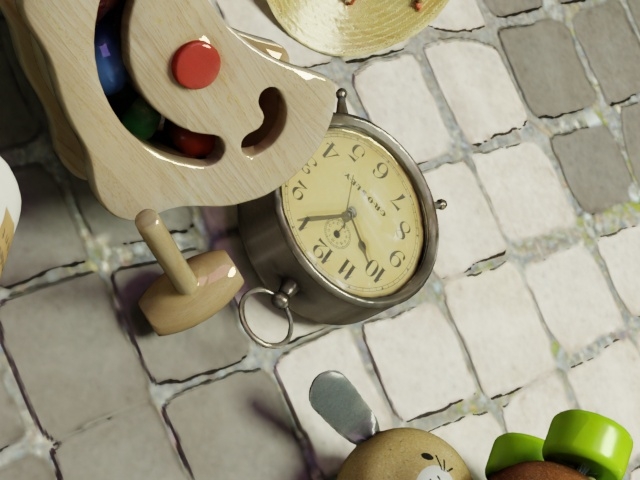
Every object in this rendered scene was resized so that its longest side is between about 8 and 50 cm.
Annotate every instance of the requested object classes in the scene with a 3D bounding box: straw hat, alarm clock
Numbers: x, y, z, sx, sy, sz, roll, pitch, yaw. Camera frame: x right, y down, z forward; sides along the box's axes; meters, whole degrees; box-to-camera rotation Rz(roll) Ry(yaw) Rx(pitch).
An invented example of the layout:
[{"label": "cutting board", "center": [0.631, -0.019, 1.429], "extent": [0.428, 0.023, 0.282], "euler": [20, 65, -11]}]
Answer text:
[{"label": "straw hat", "center": [0.021, -0.199, 1.221], "extent": [0.144, 0.144, 0.061], "euler": [26, 15, -28]}, {"label": "alarm clock", "center": [0.000, 0.000, 1.116], "extent": [0.129, 0.064, 0.192], "euler": [48, 46, -12]}]

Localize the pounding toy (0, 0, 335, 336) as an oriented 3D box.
[{"label": "pounding toy", "center": [-0.067, -0.081, 0.992], "extent": [0.154, 0.155, 0.269], "euler": [-29, 124, -15]}]

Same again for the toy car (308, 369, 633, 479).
[{"label": "toy car", "center": [0.065, 0.156, 1.060], "extent": [0.188, 0.149, 0.155], "euler": [28, 65, -13]}]

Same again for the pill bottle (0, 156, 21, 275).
[{"label": "pill bottle", "center": [-0.235, 0.056, 0.856], "extent": [0.131, 0.131, 0.229], "euler": [29, 55, -26]}]
